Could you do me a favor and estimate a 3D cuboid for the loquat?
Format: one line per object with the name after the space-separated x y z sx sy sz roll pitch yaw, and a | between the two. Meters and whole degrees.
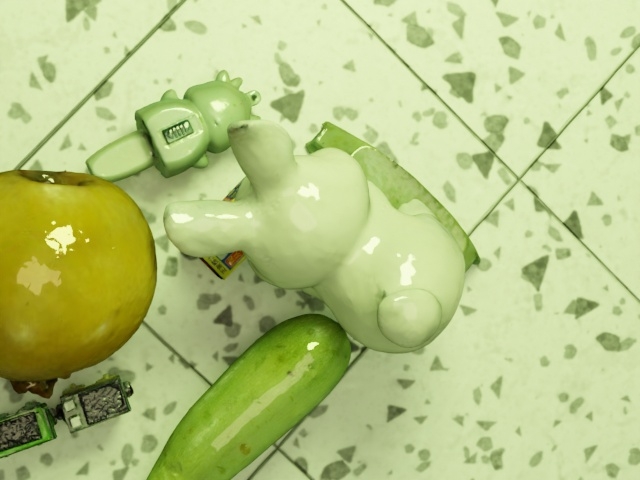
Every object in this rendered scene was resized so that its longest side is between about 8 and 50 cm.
-0.332 0.050 1.532 0.275 0.275 0.274 0 90 -13 | loquat

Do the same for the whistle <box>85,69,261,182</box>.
-0.184 -0.137 1.654 0.244 0.092 0.110 -28 97 -13 | whistle

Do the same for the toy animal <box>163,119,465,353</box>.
0.000 -0.002 1.567 0.368 0.241 0.196 33 101 -20 | toy animal

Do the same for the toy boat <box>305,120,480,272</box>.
0.103 -0.048 1.738 0.293 0.055 0.093 43 78 -10 | toy boat

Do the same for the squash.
-0.111 0.233 1.659 0.370 0.118 0.118 -42 98 -6 | squash

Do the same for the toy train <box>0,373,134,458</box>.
-0.331 0.221 1.622 0.202 0.081 0.060 -19 93 -13 | toy train

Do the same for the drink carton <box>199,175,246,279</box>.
-0.097 -0.032 1.691 0.165 0.056 0.071 -46 104 -7 | drink carton
